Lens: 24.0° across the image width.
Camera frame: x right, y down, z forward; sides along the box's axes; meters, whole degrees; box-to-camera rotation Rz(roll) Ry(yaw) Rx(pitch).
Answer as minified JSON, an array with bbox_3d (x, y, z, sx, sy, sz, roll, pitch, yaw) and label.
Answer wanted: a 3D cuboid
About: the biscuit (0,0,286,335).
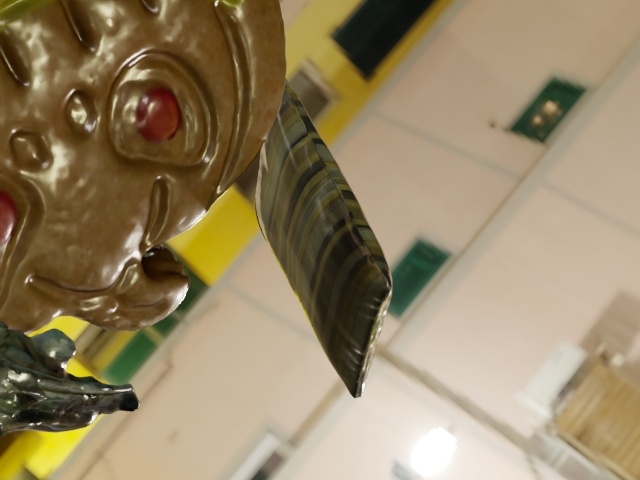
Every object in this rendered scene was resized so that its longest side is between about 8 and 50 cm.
[{"bbox_3d":[-0.178,-0.081,1.001,0.070,0.394,0.350,16,-38,51],"label":"biscuit"}]

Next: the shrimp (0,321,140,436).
[{"bbox_3d":[-0.179,0.077,0.493,0.075,0.178,0.289,-10,-23,32],"label":"shrimp"}]

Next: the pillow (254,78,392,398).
[{"bbox_3d":[0.000,0.000,1.239,0.208,0.052,0.212,104,-36,-60],"label":"pillow"}]
